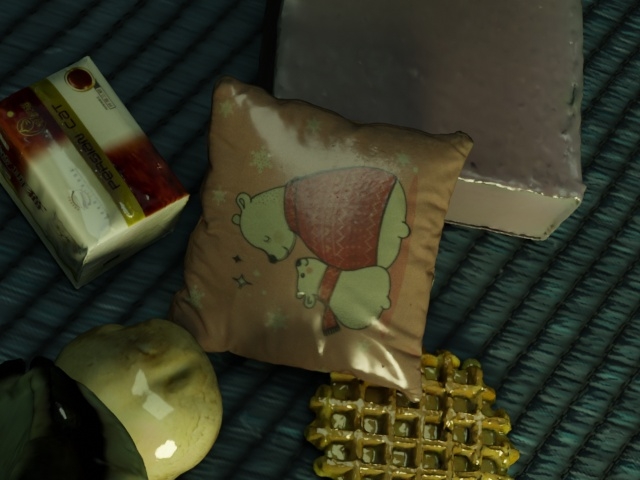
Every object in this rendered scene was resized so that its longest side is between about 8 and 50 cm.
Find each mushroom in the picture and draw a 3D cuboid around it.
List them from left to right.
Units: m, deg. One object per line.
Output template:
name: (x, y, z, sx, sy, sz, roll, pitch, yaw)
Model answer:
mushroom: (-0.208, 0.212, 0.994, 0.130, 0.344, 0.247, 32, 85, -18)
mushroom: (-0.147, 0.129, 1.156, 0.112, 0.148, 0.148, 4, 60, -59)

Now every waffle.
waffle: (0.078, 0.169, 1.250, 0.191, 0.038, 0.191, 6, 67, -15)

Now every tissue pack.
tissue pack: (-0.196, -0.057, 1.226, 0.106, 0.099, 0.148, -33, 80, -26)

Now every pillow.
pillow: (0.000, 0.000, 1.214, 0.223, 0.084, 0.236, 10, 94, -8)

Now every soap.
soap: (0.093, -0.168, 1.357, 0.296, 0.107, 0.285, 13, 66, -13)
